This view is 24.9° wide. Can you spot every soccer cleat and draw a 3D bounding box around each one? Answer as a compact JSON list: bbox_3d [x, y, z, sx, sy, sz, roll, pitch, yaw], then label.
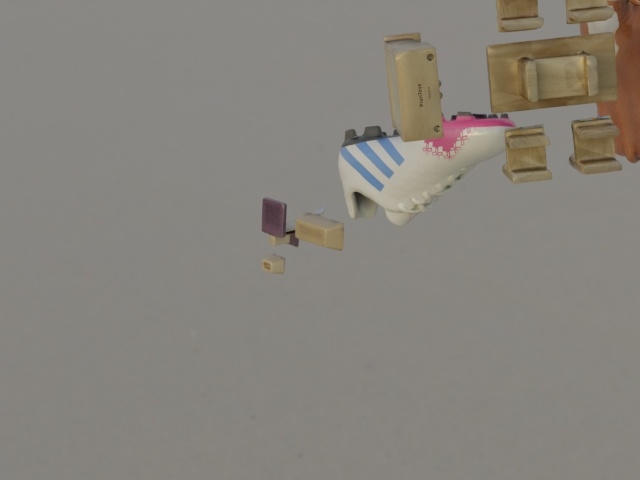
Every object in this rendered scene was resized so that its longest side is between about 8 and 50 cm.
[{"bbox_3d":[0.148,-0.095,1.988,0.116,0.143,0.331,-1,-3,-36],"label":"soccer cleat"}]

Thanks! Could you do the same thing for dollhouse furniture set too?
[{"bbox_3d":[0.000,0.000,1.654,0.081,0.091,0.114,-13,22,-43],"label":"dollhouse furniture set"},{"bbox_3d":[0.199,-0.180,1.596,0.242,0.212,0.161,-6,12,-1],"label":"dollhouse furniture set"}]

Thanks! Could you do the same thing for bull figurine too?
[{"bbox_3d":[0.393,-0.257,1.868,0.101,0.310,0.188,4,33,24],"label":"bull figurine"}]
